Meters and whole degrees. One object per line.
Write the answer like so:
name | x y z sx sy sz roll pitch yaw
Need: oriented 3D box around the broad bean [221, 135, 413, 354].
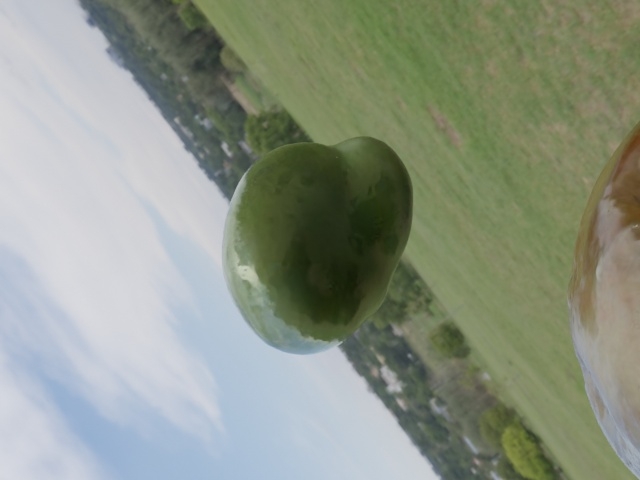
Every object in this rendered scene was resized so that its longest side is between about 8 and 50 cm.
broad bean | 0.000 0.000 0.688 0.228 0.100 0.169 -23 -82 -46

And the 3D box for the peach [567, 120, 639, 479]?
peach | 0.204 0.024 0.355 0.214 0.214 0.235 52 -175 -7
